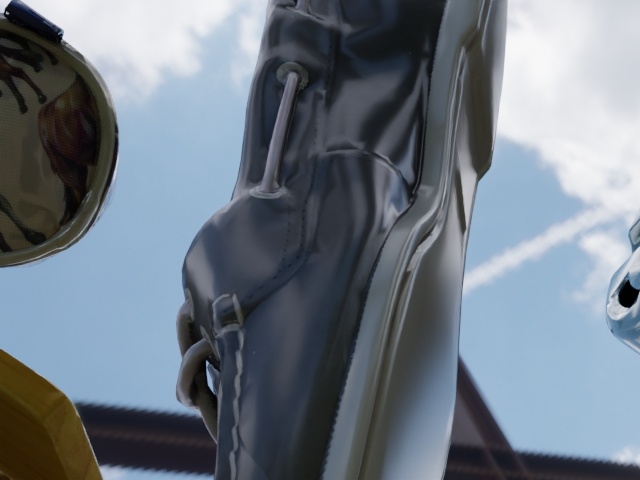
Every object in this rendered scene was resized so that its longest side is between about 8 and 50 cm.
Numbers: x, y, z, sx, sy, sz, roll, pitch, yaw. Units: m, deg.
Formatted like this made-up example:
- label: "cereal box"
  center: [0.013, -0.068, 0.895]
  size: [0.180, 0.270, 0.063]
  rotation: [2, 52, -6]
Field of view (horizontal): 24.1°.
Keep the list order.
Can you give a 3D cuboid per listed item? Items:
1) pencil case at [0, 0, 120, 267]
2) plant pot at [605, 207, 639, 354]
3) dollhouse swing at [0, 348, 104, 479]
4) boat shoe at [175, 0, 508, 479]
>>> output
- label: "pencil case"
  center: [-0.236, -0.070, 1.108]
  size: [0.160, 0.410, 0.184]
  rotation: [-33, -85, -7]
- label: "plant pot"
  center: [0.377, 0.032, 0.901]
  size: [0.334, 0.341, 0.341]
  rotation: [30, -65, -2]
- label: "dollhouse swing"
  center: [-0.330, 0.129, 0.897]
  size: [0.347, 0.315, 0.305]
  rotation: [-43, -26, -40]
- label: "boat shoe"
  center: [0.000, 0.000, 0.503]
  size: [0.095, 0.335, 0.112]
  rotation: [2, -48, 14]
